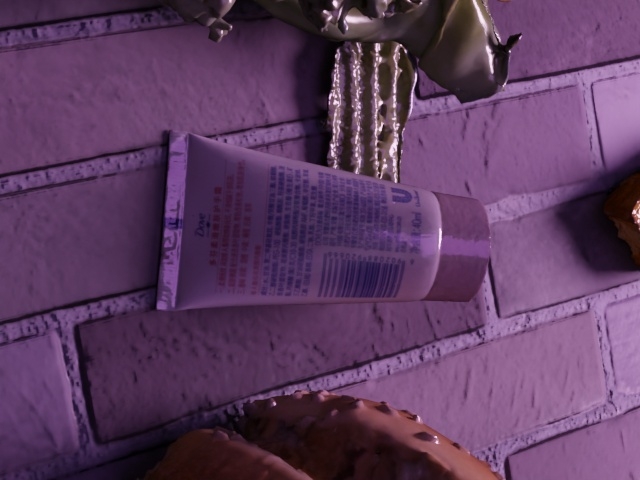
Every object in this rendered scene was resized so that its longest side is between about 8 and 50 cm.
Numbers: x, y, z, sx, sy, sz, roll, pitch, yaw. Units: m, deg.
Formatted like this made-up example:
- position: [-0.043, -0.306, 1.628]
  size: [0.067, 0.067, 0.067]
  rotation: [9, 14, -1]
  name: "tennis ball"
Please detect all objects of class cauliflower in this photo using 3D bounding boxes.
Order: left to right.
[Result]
- position: [0.026, -0.248, 1.219]
  size: [0.327, 0.281, 0.260]
  rotation: [-29, 65, -8]
  name: "cauliflower"

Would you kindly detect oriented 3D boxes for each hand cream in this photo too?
- position: [0.000, 0.000, 1.258]
  size: [0.248, 0.083, 0.133]
  rotation: [8, 82, -16]
  name: "hand cream"

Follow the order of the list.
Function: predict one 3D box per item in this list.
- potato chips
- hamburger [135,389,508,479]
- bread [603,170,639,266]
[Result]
- position: [0.040, -0.085, 1.329]
  size: [0.092, 0.028, 0.207]
  rotation: [8, 85, -38]
  name: "potato chips"
- position: [0.083, 0.317, 1.195]
  size: [0.268, 0.287, 0.445]
  rotation: [-29, 108, -37]
  name: "hamburger"
- position: [0.336, -0.032, 1.536]
  size: [0.187, 0.065, 0.103]
  rotation: [-36, 111, -34]
  name: "bread"
